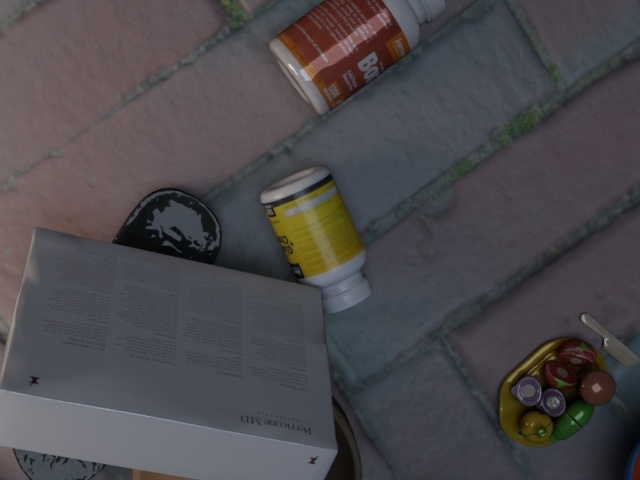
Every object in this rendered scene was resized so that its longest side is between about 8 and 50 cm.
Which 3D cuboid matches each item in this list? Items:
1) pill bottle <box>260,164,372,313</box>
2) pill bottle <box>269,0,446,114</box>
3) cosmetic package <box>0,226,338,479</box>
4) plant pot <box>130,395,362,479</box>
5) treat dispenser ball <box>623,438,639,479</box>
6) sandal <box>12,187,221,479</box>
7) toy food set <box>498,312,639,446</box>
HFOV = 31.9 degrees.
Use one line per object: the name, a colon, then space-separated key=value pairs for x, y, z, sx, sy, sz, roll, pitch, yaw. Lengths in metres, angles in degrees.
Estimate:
pill bottle: x=0.000 y=0.000 z=1.496 sx=0.103 sy=0.103 sz=0.184 roll=-25 pitch=100 yaw=-3
pill bottle: x=0.051 y=-0.271 z=1.454 sx=0.216 sy=0.121 sz=0.121 roll=-37 pitch=101 yaw=0
cosmetic package: x=-0.178 y=0.141 z=1.326 sx=0.377 sy=0.284 sz=0.097 roll=13 pitch=123 yaw=-13
plant pot: x=-0.088 y=0.338 z=1.448 sx=0.323 sy=0.280 sz=0.323 roll=-1 pitch=97 yaw=-7
treat dispenser ball: x=0.561 y=0.355 z=1.528 sx=0.288 sy=0.288 sz=0.288 roll=-1 pitch=98 yaw=-7
sandal: x=-0.283 y=0.133 z=1.477 sx=0.167 sy=0.107 sz=0.446 roll=27 pitch=93 yaw=-11
toy food set: x=0.352 y=0.210 z=1.589 sx=0.218 sy=0.071 sz=0.128 roll=-43 pitch=101 yaw=0
